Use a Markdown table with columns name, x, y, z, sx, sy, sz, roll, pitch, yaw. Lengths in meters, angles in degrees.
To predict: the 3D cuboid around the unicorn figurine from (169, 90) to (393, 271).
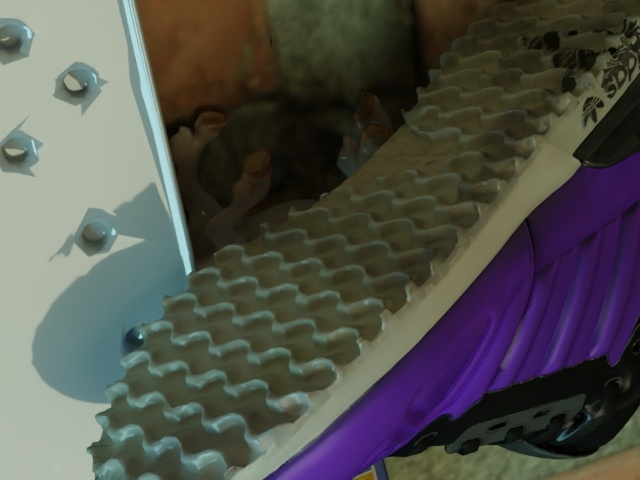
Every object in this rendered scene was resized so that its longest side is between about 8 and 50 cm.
| name | x | y | z | sx | sy | sz | roll | pitch | yaw |
| --- | --- | --- | --- | --- | --- | --- | --- | --- | --- |
| unicorn figurine | 0.000 | 0.000 | 0.682 | 0.162 | 0.060 | 0.111 | 2 | 126 | -6 |

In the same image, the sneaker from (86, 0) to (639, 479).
| name | x | y | z | sx | sy | sz | roll | pitch | yaw |
| --- | --- | --- | --- | --- | --- | --- | --- | --- | --- |
| sneaker | 0.055 | 0.036 | 0.611 | 0.293 | 0.102 | 0.146 | -43 | 121 | -27 |

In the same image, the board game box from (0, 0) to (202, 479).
| name | x | y | z | sx | sy | sz | roll | pitch | yaw |
| --- | --- | --- | --- | --- | --- | --- | --- | --- | --- |
| board game box | -0.222 | 0.109 | 0.595 | 0.390 | 0.050 | 0.390 | -17 | 114 | -13 |

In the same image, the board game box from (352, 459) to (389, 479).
| name | x | y | z | sx | sy | sz | roll | pitch | yaw |
| --- | --- | --- | --- | --- | --- | --- | --- | --- | --- |
| board game box | -0.061 | 0.153 | 0.778 | 0.201 | 0.035 | 0.136 | -21 | 131 | -9 |
